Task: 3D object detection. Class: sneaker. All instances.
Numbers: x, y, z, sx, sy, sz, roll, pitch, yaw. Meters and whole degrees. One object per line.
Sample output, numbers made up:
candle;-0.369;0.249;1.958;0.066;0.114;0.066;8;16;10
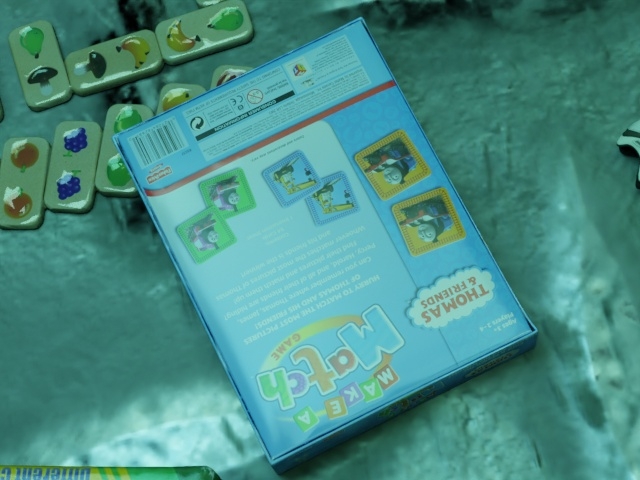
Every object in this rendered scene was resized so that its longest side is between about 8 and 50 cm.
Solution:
sneaker;0.197;-0.033;0.940;0.037;0.032;0.083;-33;61;8

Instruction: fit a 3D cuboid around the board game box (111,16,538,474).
board game box;0.000;0.000;0.934;0.160;0.039;0.211;-26;70;-4

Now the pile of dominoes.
pile of dominoes;-0.163;-0.108;1.007;0.251;0.040;0.196;-18;66;0

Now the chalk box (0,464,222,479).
chalk box;-0.127;0.262;0.769;0.180;0.179;0.288;-1;67;7
